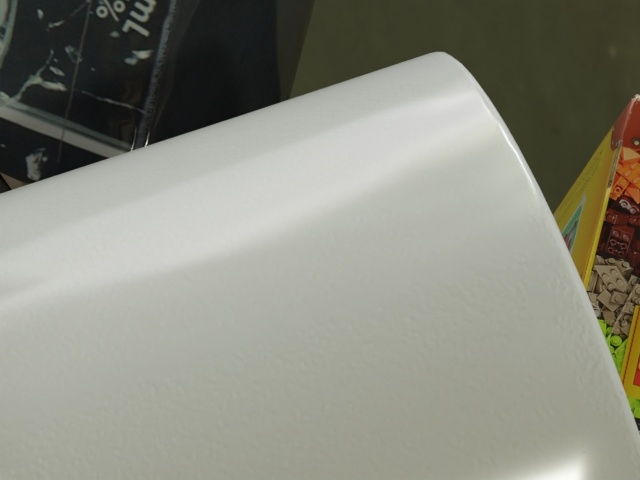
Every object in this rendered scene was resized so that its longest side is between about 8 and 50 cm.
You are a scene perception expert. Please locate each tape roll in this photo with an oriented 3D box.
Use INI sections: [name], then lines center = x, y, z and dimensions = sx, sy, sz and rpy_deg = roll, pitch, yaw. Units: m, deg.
[tape roll]
center = -0.002, 0.079, 0.508
dimensions = 0.246, 0.169, 0.246
rpy_deg = 161, -90, -88

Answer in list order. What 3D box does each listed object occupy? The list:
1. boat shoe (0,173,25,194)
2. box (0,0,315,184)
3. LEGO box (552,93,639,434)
[boat shoe]
center = -0.238, -0.030, 1.108
dimensions = 0.206, 0.065, 0.075
rpy_deg = 89, -23, -65
[box]
center = -0.218, -0.338, 0.975
dimensions = 0.297, 0.472, 0.479
rpy_deg = -48, 156, -64
[LEGO box]
center = 0.323, 0.126, 1.746
dimensions = 0.500, 0.193, 0.372
rpy_deg = 108, 0, -69
